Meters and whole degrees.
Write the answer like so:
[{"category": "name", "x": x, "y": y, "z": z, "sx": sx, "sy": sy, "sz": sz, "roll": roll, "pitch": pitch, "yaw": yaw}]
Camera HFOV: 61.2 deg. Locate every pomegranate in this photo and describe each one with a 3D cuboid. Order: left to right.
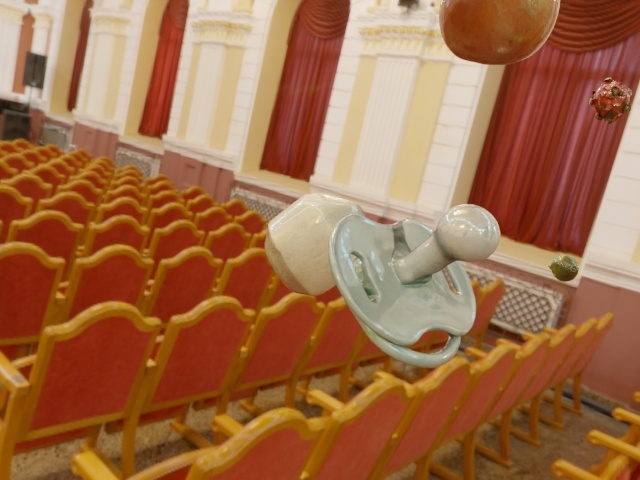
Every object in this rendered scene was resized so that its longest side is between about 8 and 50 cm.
[{"category": "pomegranate", "x": 0.653, "y": 0.078, "z": 1.451, "sx": 0.073, "sy": 0.073, "sz": 0.084, "roll": 15, "pitch": -22, "yaw": 9}]

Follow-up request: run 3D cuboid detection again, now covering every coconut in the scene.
[{"category": "coconut", "x": 0.000, "y": 0.000, "z": 1.366, "sx": 0.237, "sy": 0.266, "sz": 0.237, "roll": 53, "pitch": 13, "yaw": -17}]

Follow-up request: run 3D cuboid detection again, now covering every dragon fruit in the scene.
[{"category": "dragon fruit", "x": 0.674, "y": -0.317, "z": 1.249, "sx": 0.116, "sy": 0.086, "sz": 0.081, "roll": 35, "pitch": 30, "yaw": -43}]

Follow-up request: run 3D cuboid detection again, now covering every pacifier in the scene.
[{"category": "pacifier", "x": 0.184, "y": 0.048, "z": 0.895, "sx": 0.343, "sy": 0.269, "sz": 0.288, "roll": -4, "pitch": 62, "yaw": -41}]

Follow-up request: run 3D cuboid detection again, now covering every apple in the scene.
[{"category": "apple", "x": 0.376, "y": -0.504, "z": 1.153, "sx": 0.253, "sy": 0.253, "sz": 0.253, "roll": 13, "pitch": 8, "yaw": -2}]
